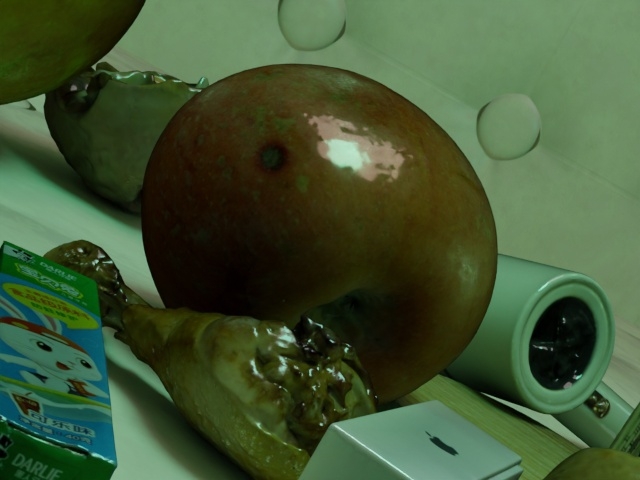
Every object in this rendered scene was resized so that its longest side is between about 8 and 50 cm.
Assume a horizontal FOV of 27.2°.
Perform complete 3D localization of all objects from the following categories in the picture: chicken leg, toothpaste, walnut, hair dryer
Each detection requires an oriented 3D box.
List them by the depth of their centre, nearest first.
[{"bbox_3d":[-0.144,0.065,0.651,0.065,0.050,0.267,24,9,-16],"label":"toothpaste"},{"bbox_3d":[-0.075,0.068,0.783,0.251,0.107,0.087,26,48,30],"label":"chicken leg"},{"bbox_3d":[0.231,0.136,1.272,0.362,0.128,0.203,39,-15,-33],"label":"hair dryer"},{"bbox_3d":[-0.177,-0.103,1.275,0.204,0.141,0.238,18,7,9],"label":"walnut"}]

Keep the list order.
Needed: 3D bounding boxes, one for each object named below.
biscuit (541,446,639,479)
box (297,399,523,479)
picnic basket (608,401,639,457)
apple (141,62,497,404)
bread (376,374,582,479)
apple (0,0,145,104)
[{"bbox_3d":[0.281,0.232,0.743,0.343,0.057,0.287,17,-27,27],"label":"biscuit"},{"bbox_3d":[0.014,0.132,0.505,0.051,0.130,0.129,32,8,20],"label":"box"},{"bbox_3d":[0.383,0.194,1.081,0.175,0.228,0.313,30,9,-18],"label":"picnic basket"},{"bbox_3d":[0.000,0.000,0.923,0.253,0.254,0.253,29,8,-4],"label":"apple"},{"bbox_3d":[0.145,0.172,1.033,0.267,0.040,0.267,28,8,-4],"label":"bread"},{"bbox_3d":[-0.328,-0.281,1.112,0.374,0.374,0.384,23,3,-38],"label":"apple"}]
